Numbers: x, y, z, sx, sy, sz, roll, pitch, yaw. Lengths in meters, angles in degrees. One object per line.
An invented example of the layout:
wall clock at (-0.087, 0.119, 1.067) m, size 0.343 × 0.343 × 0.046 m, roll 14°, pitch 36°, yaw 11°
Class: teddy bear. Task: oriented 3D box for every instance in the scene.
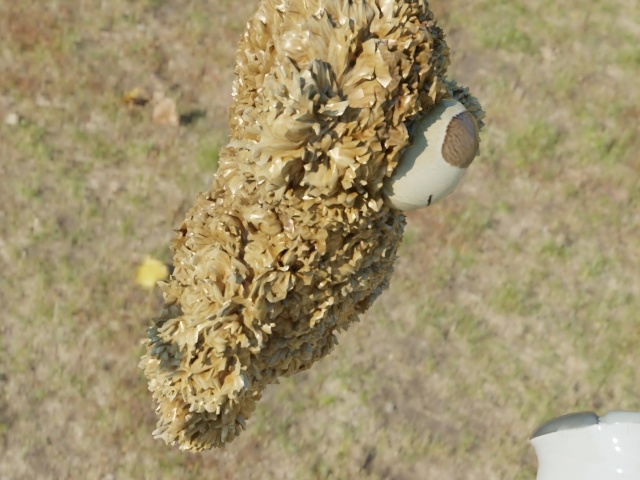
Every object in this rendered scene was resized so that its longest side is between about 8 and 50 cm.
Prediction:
teddy bear at (0.000, 0.000, 0.725) m, size 0.113 × 0.338 × 0.245 m, roll 45°, pitch 37°, yaw 19°

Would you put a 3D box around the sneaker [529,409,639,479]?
sneaker at (0.214, 0.172, 0.552) m, size 0.297 × 0.111 × 0.129 m, roll 19°, pitch 75°, yaw 5°
